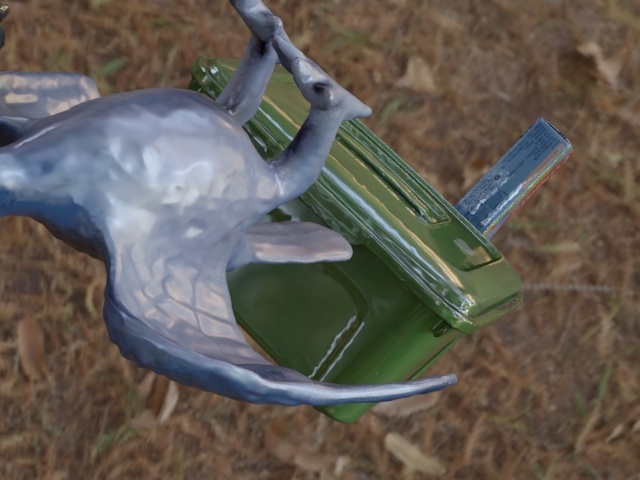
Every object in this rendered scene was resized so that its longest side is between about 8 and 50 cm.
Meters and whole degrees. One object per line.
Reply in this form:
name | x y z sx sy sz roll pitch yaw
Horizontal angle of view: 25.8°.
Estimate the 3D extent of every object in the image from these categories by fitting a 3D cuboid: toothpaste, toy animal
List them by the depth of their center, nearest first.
toy animal | -0.070 -0.017 0.522 0.176 0.255 0.239 -42 57 0
toothpaste | 0.175 -0.038 1.419 0.193 0.070 0.044 -46 78 7

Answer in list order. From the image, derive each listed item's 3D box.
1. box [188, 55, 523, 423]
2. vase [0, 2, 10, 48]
box | 0.000 0.000 1.236 0.329 0.253 0.178 43 105 13
vase | -0.329 -0.168 0.898 0.237 0.115 0.115 34 60 -2
